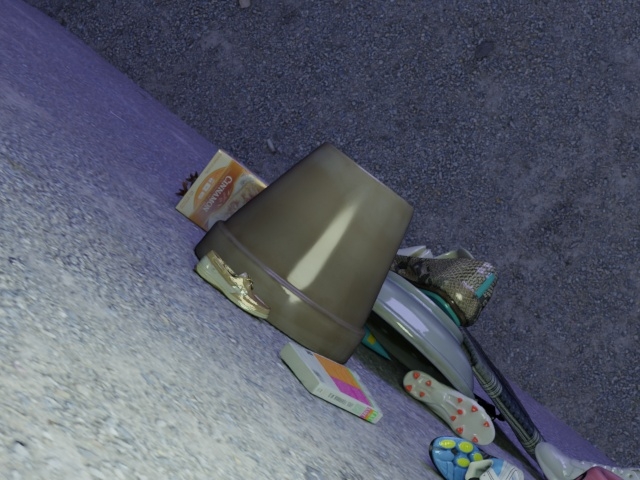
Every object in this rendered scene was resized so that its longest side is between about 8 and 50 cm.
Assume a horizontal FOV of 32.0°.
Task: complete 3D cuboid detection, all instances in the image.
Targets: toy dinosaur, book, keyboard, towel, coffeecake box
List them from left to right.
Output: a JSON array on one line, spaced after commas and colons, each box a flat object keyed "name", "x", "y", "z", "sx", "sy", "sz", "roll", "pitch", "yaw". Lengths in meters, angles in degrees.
[{"name": "toy dinosaur", "x": -0.239, "y": -0.072, "z": 2.268, "sx": 0.112, "sy": 0.064, "sz": 0.211, "roll": 53, "pitch": 1, "yaw": 28}, {"name": "coffeecake box", "x": -0.159, "y": -0.065, "z": 2.134, "sx": 0.185, "sy": 0.142, "sz": 0.068, "roll": 37, "pitch": 5, "yaw": -5}, {"name": "book", "x": 0.017, "y": 0.199, "z": 1.549, "sx": 0.144, "sy": 0.035, "sz": 0.096, "roll": 33, "pitch": 9, "yaw": -42}, {"name": "keyboard", "x": 0.369, "y": 0.381, "z": 2.510, "sx": 0.108, "sy": 0.023, "sz": 0.180, "roll": 32, "pitch": 5, "yaw": 7}, {"name": "towel", "x": 0.357, "y": 0.301, "z": 2.360, "sx": 0.312, "sy": 0.056, "sz": 0.324, "roll": 51, "pitch": 7, "yaw": -22}]

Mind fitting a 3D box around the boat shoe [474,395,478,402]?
[{"name": "boat shoe", "x": 0.314, "y": 0.342, "z": 2.357, "sx": 0.046, "sy": 0.038, "sz": 0.125, "roll": 37, "pitch": 4, "yaw": -4}]

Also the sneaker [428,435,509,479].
[{"name": "sneaker", "x": 0.208, "y": 0.326, "z": 1.622, "sx": 0.078, "sy": 0.067, "sz": 0.188, "roll": 13, "pitch": -12, "yaw": 42}]

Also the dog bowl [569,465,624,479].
[{"name": "dog bowl", "x": 0.463, "y": 0.470, "z": 1.510, "sx": 0.408, "sy": 0.150, "sz": 0.408, "roll": 37, "pitch": 4, "yaw": -3}]

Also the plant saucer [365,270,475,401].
[{"name": "plant saucer", "x": 0.168, "y": 0.160, "z": 2.166, "sx": 0.400, "sy": 0.100, "sz": 0.400, "roll": 42, "pitch": -8, "yaw": 7}]

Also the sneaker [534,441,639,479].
[{"name": "sneaker", "x": 0.556, "y": 0.476, "z": 2.161, "sx": 0.305, "sy": 0.152, "sz": 0.114, "roll": 38, "pitch": 6, "yaw": 28}]

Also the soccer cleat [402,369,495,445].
[{"name": "soccer cleat", "x": 0.236, "y": 0.300, "z": 2.024, "sx": 0.196, "sy": 0.068, "sz": 0.076, "roll": 36, "pitch": 1, "yaw": 16}]

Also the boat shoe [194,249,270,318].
[{"name": "boat shoe", "x": -0.126, "y": 0.066, "z": 1.680, "sx": 0.135, "sy": 0.045, "sz": 0.050, "roll": 37, "pitch": 5, "yaw": -3}]

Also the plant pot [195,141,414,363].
[{"name": "plant pot", "x": 0.000, "y": 0.000, "z": 1.863, "sx": 0.323, "sy": 0.280, "sz": 0.323, "roll": 37, "pitch": 3, "yaw": -2}]

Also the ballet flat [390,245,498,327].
[{"name": "ballet flat", "x": 0.222, "y": 0.085, "z": 2.395, "sx": 0.164, "sy": 0.182, "sz": 0.483, "roll": 54, "pitch": -20, "yaw": -18}]

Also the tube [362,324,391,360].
[{"name": "tube", "x": 0.057, "y": 0.161, "z": 2.186, "sx": 0.207, "sy": 0.052, "sz": 0.080, "roll": 41, "pitch": 10, "yaw": -21}]

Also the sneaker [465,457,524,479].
[{"name": "sneaker", "x": 0.231, "y": 0.350, "z": 1.451, "sx": 0.086, "sy": 0.085, "sz": 0.237, "roll": 11, "pitch": 8, "yaw": 1}]
